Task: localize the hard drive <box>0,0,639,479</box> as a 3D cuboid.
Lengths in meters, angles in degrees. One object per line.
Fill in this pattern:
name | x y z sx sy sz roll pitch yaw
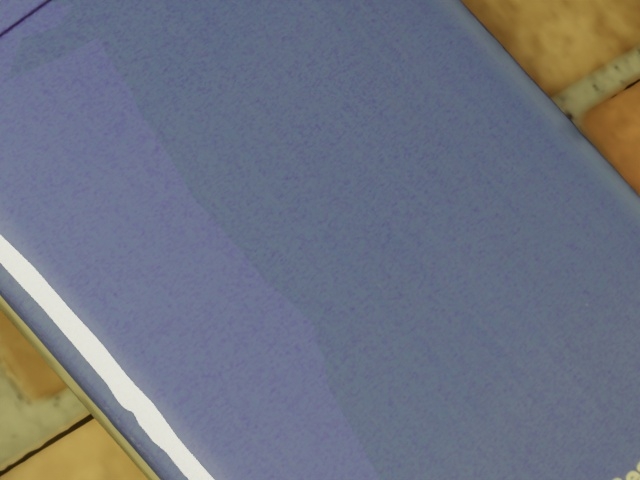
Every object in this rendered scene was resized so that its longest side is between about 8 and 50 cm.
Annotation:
hard drive | 0.000 0.000 0.620 0.210 0.040 0.318 -40 85 -20
